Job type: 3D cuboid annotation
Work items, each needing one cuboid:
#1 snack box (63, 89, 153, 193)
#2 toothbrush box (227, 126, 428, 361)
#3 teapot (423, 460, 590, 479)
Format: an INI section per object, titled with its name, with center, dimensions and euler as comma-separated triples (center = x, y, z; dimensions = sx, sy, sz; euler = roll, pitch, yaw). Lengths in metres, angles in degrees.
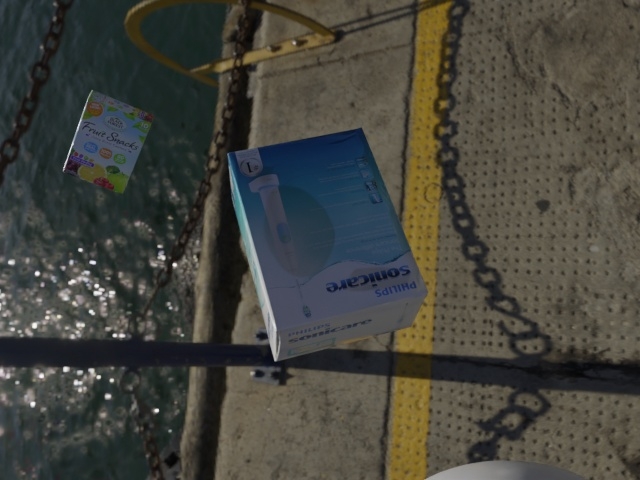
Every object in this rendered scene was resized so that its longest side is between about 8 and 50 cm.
[snack box]
center = -0.340, -0.155, 1.015
dimensions = 0.141, 0.100, 0.037
euler = -58, 24, 27
[toothbrush box]
center = 0.000, 0.000, 0.937
dimensions = 0.216, 0.126, 0.296
euler = -13, 61, -12
[teapot]
center = 0.088, 0.257, 0.394
dimensions = 0.187, 0.256, 0.253
euler = -17, 31, 46
